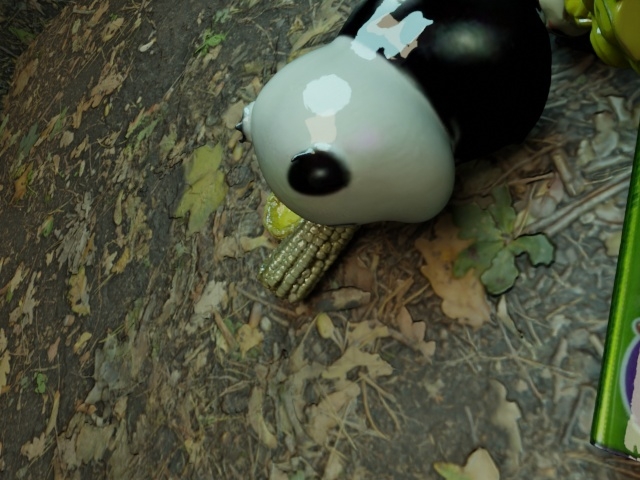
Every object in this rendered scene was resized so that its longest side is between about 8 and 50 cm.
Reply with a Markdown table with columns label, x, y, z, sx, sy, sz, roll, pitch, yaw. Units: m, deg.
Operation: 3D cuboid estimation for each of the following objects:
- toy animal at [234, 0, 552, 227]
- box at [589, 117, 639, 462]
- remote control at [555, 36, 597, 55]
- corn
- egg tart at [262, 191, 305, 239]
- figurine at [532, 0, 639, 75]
| label | x | y | z | sx | sy | sz | roll | pitch | yaw |
| --- | --- | --- | --- | --- | --- | --- | --- | --- | --- |
| toy animal | 0.070 | -0.149 | 0.522 | 0.310 | 0.250 | 0.251 | -35 | 49 | -14 |
| box | 0.330 | 0.020 | 0.389 | 0.134 | 0.097 | 0.345 | 9 | 77 | 30 |
| remote control | 0.331 | -0.242 | 0.546 | 0.039 | 0.014 | 0.096 | -54 | 49 | 7 |
| corn | 0.000 | 0.000 | 0.660 | 0.211 | 0.087 | 0.087 | -46 | 51 | 6 |
| egg tart | -0.046 | -0.048 | 0.736 | 0.105 | 0.039 | 0.105 | -15 | 64 | 32 |
| figurine | 0.274 | -0.232 | 0.424 | 0.315 | 0.188 | 0.167 | -86 | 7 | -66 |
